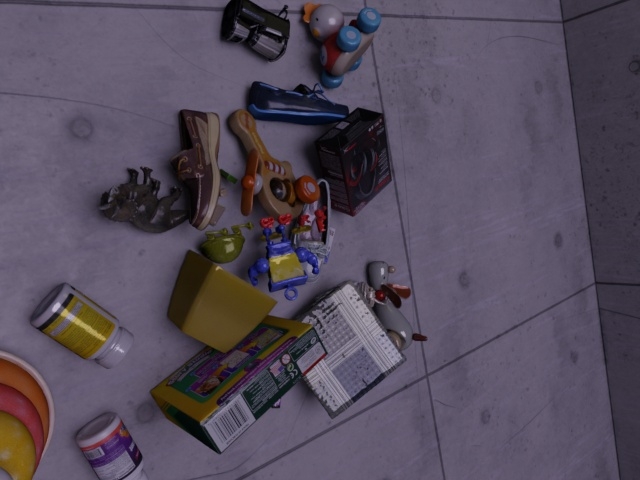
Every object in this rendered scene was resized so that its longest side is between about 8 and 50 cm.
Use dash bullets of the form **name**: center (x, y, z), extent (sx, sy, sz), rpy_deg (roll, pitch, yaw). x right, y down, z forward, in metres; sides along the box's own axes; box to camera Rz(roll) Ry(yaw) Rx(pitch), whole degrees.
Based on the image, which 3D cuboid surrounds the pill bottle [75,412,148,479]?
- **pill bottle**: center (-0.496, 0.527, 1.306), extent (0.108, 0.108, 0.194), rpy_deg (-33, 109, -33)

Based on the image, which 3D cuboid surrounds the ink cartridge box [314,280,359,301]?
- **ink cartridge box**: center (0.067, 0.208, 1.761), extent (0.150, 0.063, 0.109), rpy_deg (-25, 103, -35)

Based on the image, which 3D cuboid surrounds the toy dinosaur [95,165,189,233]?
- **toy dinosaur**: center (-0.440, -0.087, 1.369), extent (0.313, 0.120, 0.161), rpy_deg (38, 63, -56)

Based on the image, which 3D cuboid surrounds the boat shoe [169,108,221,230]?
- **boat shoe**: center (-0.336, -0.193, 1.413), extent (0.123, 0.123, 0.343), rpy_deg (10, 69, -30)

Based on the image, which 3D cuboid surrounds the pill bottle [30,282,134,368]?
- **pill bottle**: center (-0.552, 0.204, 1.263), extent (0.208, 0.119, 0.119), rpy_deg (45, 64, -27)

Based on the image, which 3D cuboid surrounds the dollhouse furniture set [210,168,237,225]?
- **dollhouse furniture set**: center (-0.298, -0.125, 1.519), extent (0.076, 0.058, 0.152), rpy_deg (31, 90, -40)

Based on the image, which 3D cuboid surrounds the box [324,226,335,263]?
- **box**: center (0.000, 0.000, 1.737), extent (0.081, 0.028, 0.136), rpy_deg (22, 78, -34)

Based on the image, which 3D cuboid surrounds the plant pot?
- **plant pot**: center (-0.279, 0.171, 1.426), extent (0.212, 0.212, 0.187), rpy_deg (36, 80, -31)

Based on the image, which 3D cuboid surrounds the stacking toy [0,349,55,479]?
- **stacking toy**: center (-0.631, 0.396, 0.976), extent (0.350, 0.479, 0.351), rpy_deg (1, 88, -37)

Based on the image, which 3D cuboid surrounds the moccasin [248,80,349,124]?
- **moccasin**: center (-0.053, -0.425, 1.640), extent (0.341, 0.137, 0.117), rpy_deg (-2, 86, -38)

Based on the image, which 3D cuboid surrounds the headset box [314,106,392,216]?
- **headset box**: center (0.115, -0.237, 1.722), extent (0.218, 0.110, 0.293), rpy_deg (-42, 139, -28)

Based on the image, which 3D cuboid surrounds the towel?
- **towel**: center (0.061, 0.326, 1.660), extent (0.312, 0.056, 0.324), rpy_deg (-35, 91, -16)

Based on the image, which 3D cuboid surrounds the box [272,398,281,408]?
- **box**: center (-0.148, 0.392, 1.564), extent (0.029, 0.116, 0.162), rpy_deg (11, 83, -38)

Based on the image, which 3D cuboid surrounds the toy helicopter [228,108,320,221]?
- **toy helicopter**: center (-0.172, -0.210, 1.542), extent (0.235, 0.140, 0.355), rpy_deg (-28, 90, -52)

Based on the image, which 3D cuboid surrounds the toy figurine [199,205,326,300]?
- **toy figurine**: center (-0.126, 0.062, 1.470), extent (0.362, 0.191, 0.218), rpy_deg (-13, 79, -18)

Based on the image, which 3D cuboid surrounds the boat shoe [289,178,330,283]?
- **boat shoe**: center (-0.024, -0.028, 1.653), extent (0.118, 0.103, 0.321), rpy_deg (12, 79, -12)

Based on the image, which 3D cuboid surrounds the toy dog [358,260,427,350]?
- **toy dog**: center (0.263, 0.238, 1.828), extent (0.220, 0.160, 0.334), rpy_deg (-54, 129, -61)

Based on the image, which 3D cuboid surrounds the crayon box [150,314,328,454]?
- **crayon box**: center (-0.213, 0.342, 1.392), extent (0.362, 0.313, 0.106), rpy_deg (-37, 111, -31)

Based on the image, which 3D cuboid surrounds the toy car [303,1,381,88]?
- **toy car**: center (0.029, -0.653, 1.700), extent (0.238, 0.219, 0.210), rpy_deg (39, 64, 2)

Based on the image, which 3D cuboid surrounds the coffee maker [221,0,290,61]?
- **coffee maker**: center (-0.189, -0.630, 1.567), extent (0.178, 0.120, 0.172), rpy_deg (16, 57, -37)
